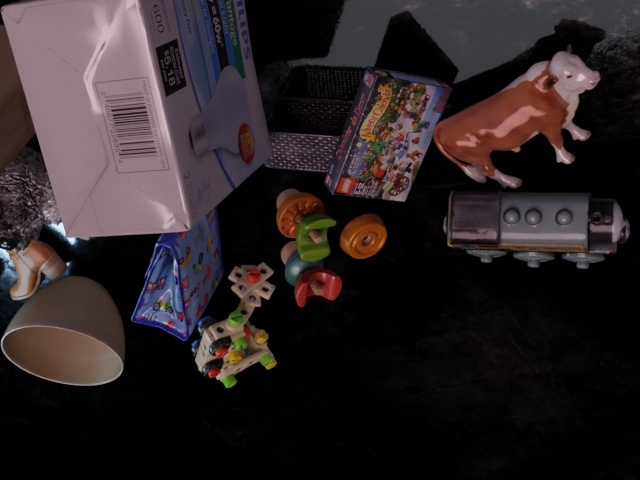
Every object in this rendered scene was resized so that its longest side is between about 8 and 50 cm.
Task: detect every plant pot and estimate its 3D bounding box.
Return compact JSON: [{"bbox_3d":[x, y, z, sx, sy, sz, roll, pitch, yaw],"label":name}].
[{"bbox_3d":[-0.595,0.198,2.208,0.284,0.191,0.284,4,144,3],"label":"plant pot"}]

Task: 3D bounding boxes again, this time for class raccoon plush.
[{"bbox_3d":[-0.628,-0.171,1.923,0.299,0.216,0.446,-28,115,28],"label":"raccoon plush"}]

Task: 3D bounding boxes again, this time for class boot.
[{"bbox_3d":[-0.725,0.052,2.234,0.197,0.073,0.152,-31,115,25],"label":"boot"}]

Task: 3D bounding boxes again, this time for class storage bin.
[{"bbox_3d":[-0.014,-0.196,1.708,0.180,0.122,0.084,5,131,16],"label":"storage bin"}]

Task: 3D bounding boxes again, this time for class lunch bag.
[{"bbox_3d":[-0.286,0.024,1.935,0.138,0.221,0.293,19,133,5],"label":"lunch bag"}]

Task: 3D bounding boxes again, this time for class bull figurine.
[{"bbox_3d":[0.350,-0.204,1.578,0.310,0.101,0.188,-22,121,34],"label":"bull figurine"}]

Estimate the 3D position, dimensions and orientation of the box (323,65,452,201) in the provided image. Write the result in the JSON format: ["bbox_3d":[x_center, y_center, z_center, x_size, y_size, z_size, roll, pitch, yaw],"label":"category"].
[{"bbox_3d":[0.117,-0.183,1.627,0.159,0.044,0.233,3,122,-30],"label":"box"}]

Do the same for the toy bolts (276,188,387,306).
[{"bbox_3d":[0.000,0.000,1.903,0.218,0.158,0.228,-6,129,-28],"label":"toy bolts"}]

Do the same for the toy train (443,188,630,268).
[{"bbox_3d":[0.379,-0.028,1.647,0.334,0.142,0.190,3,175,18],"label":"toy train"}]

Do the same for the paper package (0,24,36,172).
[{"bbox_3d":[-0.707,-0.278,1.761,0.310,0.324,0.168,15,133,7],"label":"paper package"}]

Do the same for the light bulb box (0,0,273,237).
[{"bbox_3d":[-0.261,-0.236,1.441,0.225,0.361,0.357,-2,113,20],"label":"light bulb box"}]

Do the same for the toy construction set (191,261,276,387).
[{"bbox_3d":[-0.182,0.208,2.080,0.151,0.215,0.327,48,145,35],"label":"toy construction set"}]
